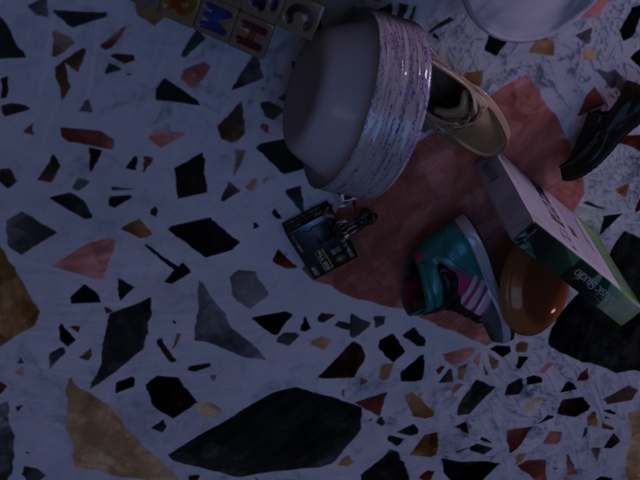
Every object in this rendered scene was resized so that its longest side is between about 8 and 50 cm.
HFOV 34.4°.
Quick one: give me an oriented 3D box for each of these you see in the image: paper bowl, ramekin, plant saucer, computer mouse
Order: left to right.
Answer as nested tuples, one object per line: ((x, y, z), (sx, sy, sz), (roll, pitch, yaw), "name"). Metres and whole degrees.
((0.044, -0.097, 1.782), (0.106, 0.042, 0.192), (-31, 125, -33), "computer mouse")
((0.040, -0.212, 1.563), (0.148, 0.284, 0.284), (11, 120, -20), "paper bowl")
((0.307, -0.444, 1.550), (0.273, 0.127, 0.272), (-14, 131, -16), "ramekin")
((0.410, 0.083, 1.939), (0.200, 0.037, 0.199), (-9, 103, -43), "plant saucer")

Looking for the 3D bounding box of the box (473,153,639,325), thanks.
((0.420, -0.007, 1.831), (0.322, 0.232, 0.058), (33, 115, -30), "box")

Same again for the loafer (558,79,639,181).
((0.496, -0.197, 1.830), (0.078, 0.080, 0.220), (43, 109, 1), "loafer")

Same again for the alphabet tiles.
((-0.138, -0.426, 1.455), (0.343, 0.011, 0.285), (24, 118, -1), "alphabet tiles")

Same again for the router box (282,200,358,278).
((0.000, 0.000, 1.846), (0.092, 0.038, 0.122), (-28, 125, 6), "router box")

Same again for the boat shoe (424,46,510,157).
((0.217, -0.224, 1.713), (0.109, 0.098, 0.302), (-41, 123, 14), "boat shoe")

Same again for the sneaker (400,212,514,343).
((0.245, 0.106, 1.926), (0.179, 0.123, 0.295), (-27, 120, 0), "sneaker")
